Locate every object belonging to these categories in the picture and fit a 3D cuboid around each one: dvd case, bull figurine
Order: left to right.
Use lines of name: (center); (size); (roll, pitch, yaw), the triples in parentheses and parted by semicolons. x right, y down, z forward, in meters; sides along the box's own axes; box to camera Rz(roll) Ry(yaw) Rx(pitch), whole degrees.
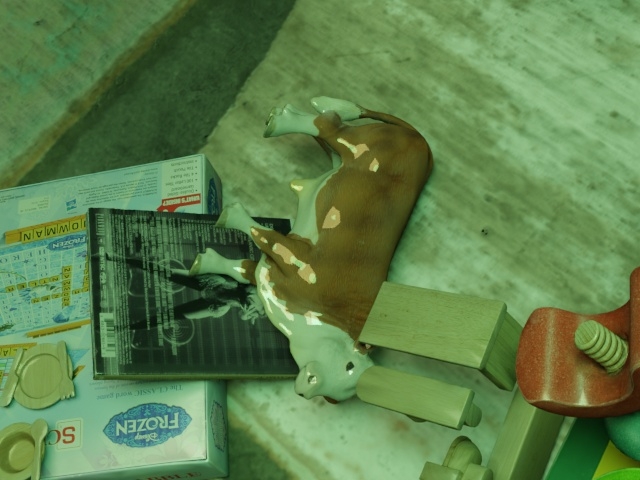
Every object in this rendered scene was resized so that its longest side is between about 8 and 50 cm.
dvd case: (-0.103, 0.050, 1.003); (0.221, 0.018, 0.165); (2, 62, -22)
bull figurine: (0.000, 0.000, 0.999); (0.188, 0.101, 0.310); (28, 59, -7)

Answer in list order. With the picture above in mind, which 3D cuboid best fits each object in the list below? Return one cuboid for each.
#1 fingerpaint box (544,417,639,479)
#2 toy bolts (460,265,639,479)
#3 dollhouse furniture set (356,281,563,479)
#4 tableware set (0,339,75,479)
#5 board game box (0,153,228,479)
fingerpaint box: (0.349, 0.198, 0.718); (0.371, 0.163, 0.445); (21, 52, 23)
toy bolts: (0.174, 0.155, 0.612); (0.218, 0.158, 0.229); (-25, 41, 48)
dollhouse furniture set: (0.111, 0.140, 0.916); (0.123, 0.151, 0.144); (9, 67, 42)
tableware set: (-0.306, 0.160, 0.999); (0.168, 0.020, 0.141); (-4, 65, 14)
board game box: (-0.252, 0.089, 1.068); (0.318, 0.066, 0.318); (-9, 63, 11)
